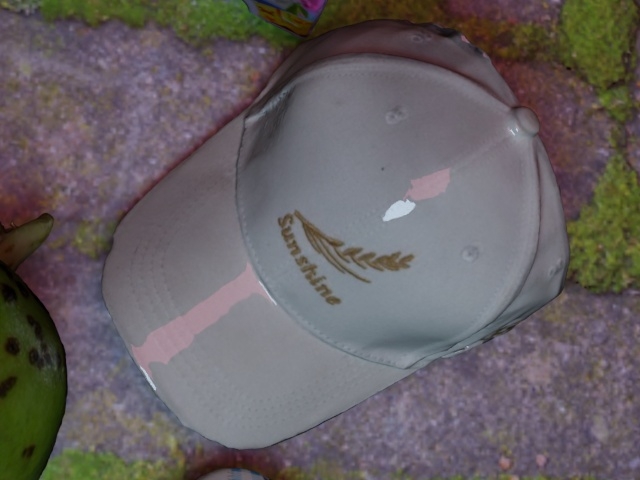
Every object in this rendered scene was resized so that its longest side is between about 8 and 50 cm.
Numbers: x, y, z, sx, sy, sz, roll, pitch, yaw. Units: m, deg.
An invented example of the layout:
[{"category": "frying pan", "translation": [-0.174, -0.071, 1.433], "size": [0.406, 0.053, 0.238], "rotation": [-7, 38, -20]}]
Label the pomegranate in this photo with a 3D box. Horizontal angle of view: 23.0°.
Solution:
[{"category": "pomegranate", "translation": [-0.252, 0.069, 0.971], "size": [0.211, 0.211, 0.263], "rotation": [22, 48, -10]}]

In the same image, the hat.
[{"category": "hat", "translation": [0.002, -0.001, 1.056], "size": [0.301, 0.168, 0.258], "rotation": [-33, 89, -17]}]

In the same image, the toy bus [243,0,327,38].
[{"category": "toy bus", "translation": [-0.109, -0.244, 1.099], "size": [0.274, 0.112, 0.090], "rotation": [23, 77, -7]}]

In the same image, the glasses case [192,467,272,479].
[{"category": "glasses case", "translation": [-0.119, 0.295, 1.023], "size": [0.125, 0.076, 0.327], "rotation": [41, 73, -3]}]
